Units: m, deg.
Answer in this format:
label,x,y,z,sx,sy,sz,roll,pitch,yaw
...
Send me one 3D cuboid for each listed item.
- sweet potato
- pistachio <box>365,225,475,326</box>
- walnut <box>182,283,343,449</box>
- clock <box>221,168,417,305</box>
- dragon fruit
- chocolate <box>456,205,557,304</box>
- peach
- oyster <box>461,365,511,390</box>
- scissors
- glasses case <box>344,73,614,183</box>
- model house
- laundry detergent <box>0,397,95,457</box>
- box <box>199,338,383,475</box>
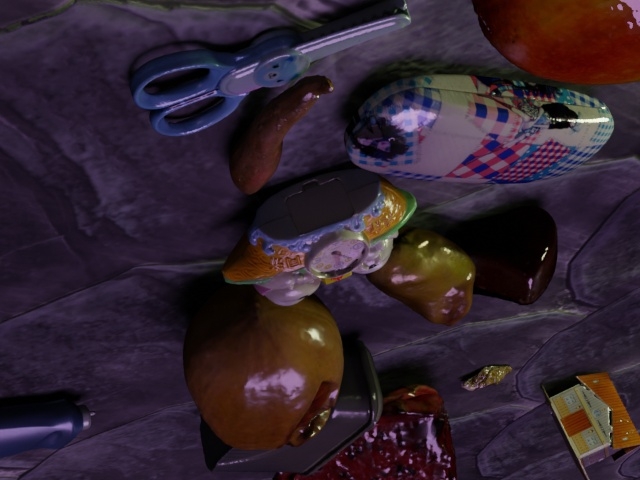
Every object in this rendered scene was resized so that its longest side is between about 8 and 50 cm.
label,x,y,z,sx,sy,sz,roll,pitch,yaw
sweet potato,-0.046,-0.103,1.188,0.050,0.050,0.214,-6,159,-25
pistachio,0.124,0.035,1.533,0.189,0.110,0.100,29,98,-43
walnut,-0.074,0.156,1.553,0.203,0.203,0.298,-12,155,-15
clock,0.000,0.000,1.382,0.231,0.103,0.144,-19,146,-3
dragon fruit,0.069,0.330,2.111,0.329,0.228,0.286,-4,124,13
chocolate,0.235,0.016,1.573,0.148,0.125,0.080,-13,138,-3
peach,0.227,-0.227,0.958,0.231,0.231,0.231,-15,154,-8
oyster,0.288,0.238,2.136,0.093,0.034,0.051,-25,162,3
scissors,-0.041,-0.161,1.116,0.256,0.030,0.125,-20,158,3
glasses case,0.171,-0.113,1.303,0.327,0.076,0.125,2,149,-35
model house,0.520,0.353,2.317,0.135,0.219,0.207,-26,155,3
laundry detergent,-0.401,0.250,1.654,0.206,0.061,0.097,-7,144,-26
box,-0.048,0.254,1.825,0.178,0.138,0.274,3,147,-30
